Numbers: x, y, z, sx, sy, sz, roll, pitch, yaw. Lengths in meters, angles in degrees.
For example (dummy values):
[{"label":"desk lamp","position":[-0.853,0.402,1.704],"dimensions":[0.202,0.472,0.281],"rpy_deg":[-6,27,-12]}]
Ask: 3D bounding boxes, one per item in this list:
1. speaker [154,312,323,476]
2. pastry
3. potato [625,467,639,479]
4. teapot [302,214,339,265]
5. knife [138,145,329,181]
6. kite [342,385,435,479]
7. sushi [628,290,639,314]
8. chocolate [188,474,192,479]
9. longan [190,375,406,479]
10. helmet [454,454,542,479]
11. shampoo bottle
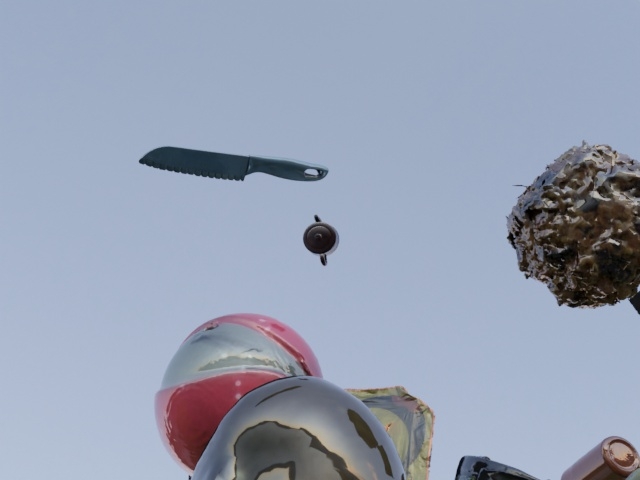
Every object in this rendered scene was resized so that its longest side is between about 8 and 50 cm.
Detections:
[{"label":"speaker","position":[-0.139,0.272,1.242],"dimensions":[0.294,0.294,0.294],"rpy_deg":[0,-66,-1]},{"label":"pastry","position":[0.440,-0.018,1.198],"dimensions":[0.275,0.193,0.274],"rpy_deg":[-3,-106,12]},{"label":"potato","position":[0.561,0.438,1.104],"dimensions":[0.149,0.228,0.197],"rpy_deg":[-16,-36,-36]},{"label":"teapot","position":[0.000,0.000,1.410],"dimensions":[0.068,0.045,0.100],"rpy_deg":[-12,-103,12]},{"label":"knife","position":[-0.117,-0.108,1.077],"dimensions":[0.313,0.019,0.044],"rpy_deg":[3,-71,-36]},{"label":"kite","position":[0.093,0.444,1.595],"dimensions":[0.327,0.377,0.013],"rpy_deg":[-39,-49,-14]},{"label":"sushi","position":[0.689,0.139,1.317],"dimensions":[0.193,0.040,0.210],"rpy_deg":[-38,-101,14]},{"label":"chocolate","position":[-0.251,0.474,1.527],"dimensions":[0.028,0.182,0.086],"rpy_deg":[-5,-23,16]},{"label":"longan","position":[-0.029,0.335,0.918],"dimensions":[0.288,0.350,0.288],"rpy_deg":[11,-48,12]},{"label":"helmet","position":[0.302,0.439,1.113],"dimensions":[0.231,0.279,0.160],"rpy_deg":[27,-104,2]},{"label":"shampoo bottle","position":[0.519,0.464,1.428],"dimensions":[0.085,0.085,0.244],"rpy_deg":[16,-41,-8]}]
